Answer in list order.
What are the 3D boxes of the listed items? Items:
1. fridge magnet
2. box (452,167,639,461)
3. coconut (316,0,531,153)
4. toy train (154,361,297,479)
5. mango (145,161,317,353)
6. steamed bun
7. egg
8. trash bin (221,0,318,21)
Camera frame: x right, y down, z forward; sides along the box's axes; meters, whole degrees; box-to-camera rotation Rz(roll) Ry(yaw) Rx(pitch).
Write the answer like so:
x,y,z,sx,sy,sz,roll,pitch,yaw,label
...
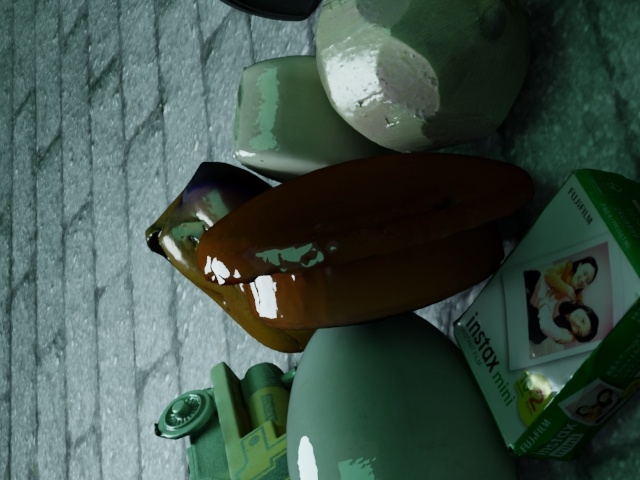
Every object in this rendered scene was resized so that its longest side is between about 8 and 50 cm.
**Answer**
x,y,z,sx,sy,sz,roll,pitch,yaw,label
0.049,-0.008,1.246,0.363,0.363,0.155,-2,104,58,fridge magnet
0.244,0.075,1.116,0.250,0.103,0.180,-57,37,32,box
0.123,-0.211,1.298,0.230,0.227,0.227,-7,74,53,coconut
-0.086,0.279,1.529,0.237,0.150,0.369,-33,29,6,toy train
-0.074,0.029,1.492,0.153,0.287,0.201,-51,18,-15,mango
0.010,-0.140,1.465,0.164,0.241,0.146,0,82,23,steamed bun
0.078,0.213,1.224,0.230,0.230,0.371,-59,28,29,egg
-0.113,-0.466,1.778,0.182,0.209,0.290,-59,42,28,trash bin
